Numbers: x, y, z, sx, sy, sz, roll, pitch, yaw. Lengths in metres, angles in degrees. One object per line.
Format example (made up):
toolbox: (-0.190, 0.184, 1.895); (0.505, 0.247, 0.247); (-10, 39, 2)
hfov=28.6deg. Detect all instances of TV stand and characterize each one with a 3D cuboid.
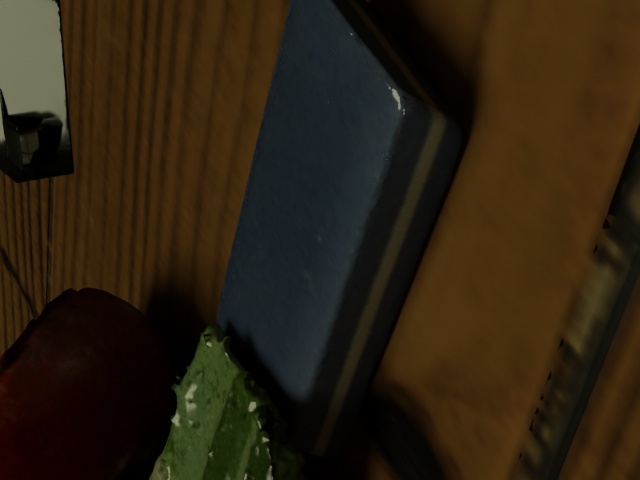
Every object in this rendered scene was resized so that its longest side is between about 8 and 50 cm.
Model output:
TV stand: (-0.197, -0.167, 0.811); (0.049, 0.040, 0.257); (32, 129, 53)

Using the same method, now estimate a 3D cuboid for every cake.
cake: (-0.035, 0.149, 0.613); (0.100, 0.099, 0.235); (50, 132, 43)

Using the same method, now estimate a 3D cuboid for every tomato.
tomato: (-0.135, 0.146, 0.696); (0.101, 0.228, 0.228); (22, 131, 10)

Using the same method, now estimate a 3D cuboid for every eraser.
eraser: (0.000, 0.000, 0.516); (0.082, 0.036, 0.225); (57, 146, 34)
